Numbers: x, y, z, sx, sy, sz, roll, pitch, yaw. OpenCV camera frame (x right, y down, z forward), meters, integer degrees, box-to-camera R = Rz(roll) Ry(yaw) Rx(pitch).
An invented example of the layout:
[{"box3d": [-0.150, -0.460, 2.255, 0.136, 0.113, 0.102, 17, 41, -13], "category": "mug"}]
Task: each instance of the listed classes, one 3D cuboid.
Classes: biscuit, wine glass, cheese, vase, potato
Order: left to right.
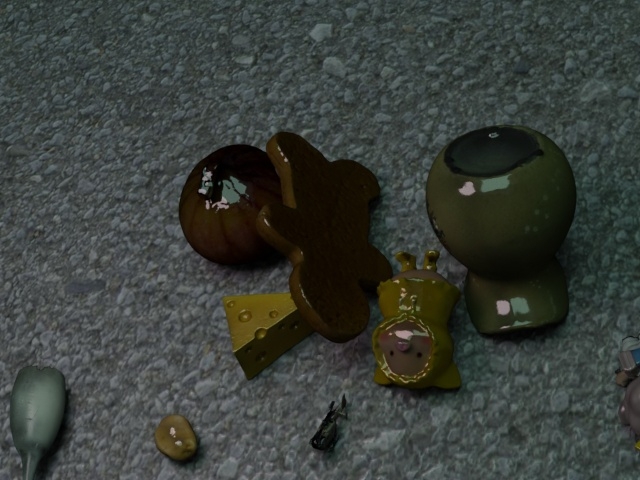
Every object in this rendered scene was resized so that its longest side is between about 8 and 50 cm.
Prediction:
[{"box3d": [-0.568, 0.360, 1.904, 0.264, 0.096, 0.309, -2, 51, -4], "category": "wine glass"}, {"box3d": [-0.238, 0.328, 1.883, 0.068, 0.062, 0.083, -60, 30, 5], "category": "potato"}, {"box3d": [-0.069, 0.141, 1.959, 0.171, 0.093, 0.126, -18, 50, 1], "category": "cheese"}, {"box3d": [-0.001, 0.001, 1.962, 0.064, 0.283, 0.432, -42, 38, 36], "category": "biscuit"}, {"box3d": [0.304, -0.047, 1.905, 0.241, 0.302, 0.329, -12, 33, 7], "category": "vase"}]

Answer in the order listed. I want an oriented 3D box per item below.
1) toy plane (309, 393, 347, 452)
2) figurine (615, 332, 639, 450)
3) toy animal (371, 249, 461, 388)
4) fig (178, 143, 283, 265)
[{"box3d": [0.014, 0.300, 1.839, 0.031, 0.049, 0.120, 14, 41, 25], "category": "toy plane"}, {"box3d": [0.511, 0.224, 1.717, 0.137, 0.112, 0.229, -17, 40, 10], "category": "figurine"}, {"box3d": [0.157, 0.130, 1.866, 0.156, 0.156, 0.229, 1, 75, 17], "category": "toy animal"}, {"box3d": [-0.148, -0.071, 2.085, 0.235, 0.214, 0.235, -5, 27, 3], "category": "fig"}]
